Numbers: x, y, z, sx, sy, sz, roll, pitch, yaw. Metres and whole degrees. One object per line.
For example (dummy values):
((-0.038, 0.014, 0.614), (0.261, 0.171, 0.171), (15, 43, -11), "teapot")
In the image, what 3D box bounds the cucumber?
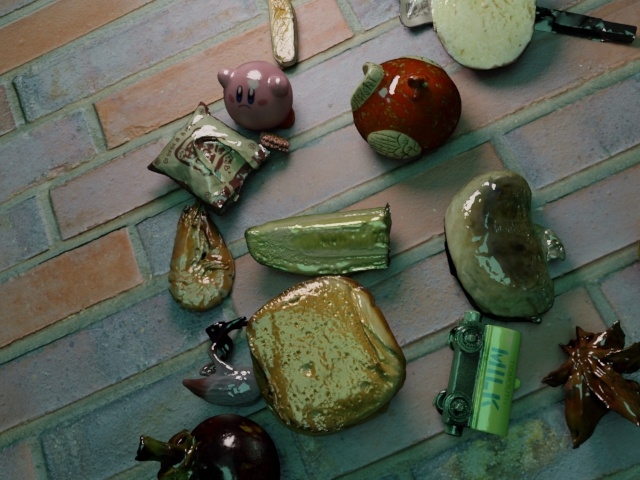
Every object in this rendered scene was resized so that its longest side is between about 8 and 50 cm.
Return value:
((0.001, 0.002, 1.396), (0.326, 0.105, 0.145), (-5, 99, 8), "cucumber")

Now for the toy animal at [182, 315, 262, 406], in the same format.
((-0.155, 0.307, 1.332), (0.324, 0.090, 0.195), (42, 75, 17), "toy animal")

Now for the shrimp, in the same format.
((-0.278, 0.022, 1.462), (0.154, 0.062, 0.294), (-2, 75, -3), "shrimp")

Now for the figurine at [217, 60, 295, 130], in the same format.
((-0.148, -0.346, 1.490), (0.173, 0.173, 0.173), (-3, 73, 9), "figurine")

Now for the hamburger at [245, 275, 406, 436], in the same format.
((0.004, 0.232, 1.266), (0.284, 0.174, 0.304), (-19, 66, -12), "hamburger")

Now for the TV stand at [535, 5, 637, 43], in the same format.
((0.609, -0.506, 1.472), (0.249, 0.042, 0.036), (17, 74, 14), "TV stand")

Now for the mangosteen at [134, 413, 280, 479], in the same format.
((-0.220, 0.446, 1.206), (0.231, 0.289, 0.231), (-31, 48, 42), "mangosteen")

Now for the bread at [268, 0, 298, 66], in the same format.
((-0.092, -0.538, 1.601), (0.073, 0.053, 0.214), (-10, 74, 11), "bread")

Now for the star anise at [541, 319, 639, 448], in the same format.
((0.574, 0.242, 1.190), (0.346, 0.148, 0.237), (-43, 28, -4), "star anise")

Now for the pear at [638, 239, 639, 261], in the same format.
((0.724, 0.008, 1.216), (0.198, 0.198, 0.198), (-3, 73, 9), "pear")

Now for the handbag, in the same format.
((-0.265, -0.198, 1.487), (0.235, 0.127, 0.213), (34, 77, 18), "handbag")

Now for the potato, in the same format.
((0.378, -0.539, 1.483), (0.239, 0.116, 0.299), (-10, 89, 6), "potato")

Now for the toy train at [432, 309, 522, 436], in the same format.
((0.325, 0.273, 1.258), (0.157, 0.105, 0.253), (13, 77, 0), "toy train")

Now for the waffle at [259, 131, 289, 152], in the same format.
((-0.111, -0.238, 1.500), (0.075, 0.083, 0.029), (19, 109, -17), "waffle")

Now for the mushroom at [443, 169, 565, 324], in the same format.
((0.383, 0.001, 1.311), (0.248, 0.130, 0.344), (-3, 73, 14), "mushroom")

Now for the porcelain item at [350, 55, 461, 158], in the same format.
((0.191, -0.312, 1.388), (0.253, 0.253, 0.252), (-3, 73, 9), "porcelain item")

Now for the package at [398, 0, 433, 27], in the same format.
((0.290, -0.622, 1.570), (0.232, 0.040, 0.166), (-19, 74, -5), "package")
